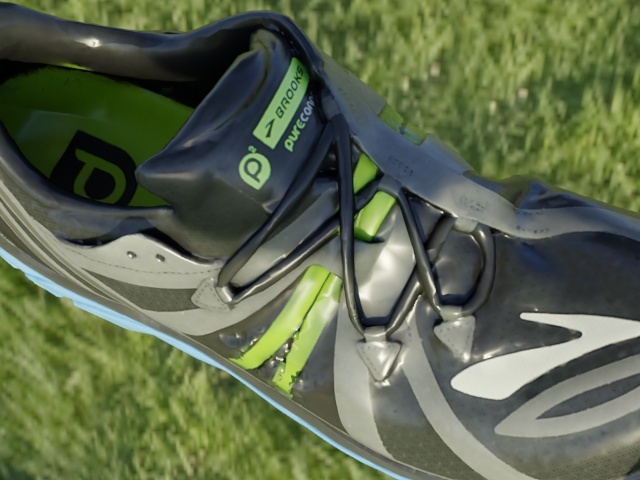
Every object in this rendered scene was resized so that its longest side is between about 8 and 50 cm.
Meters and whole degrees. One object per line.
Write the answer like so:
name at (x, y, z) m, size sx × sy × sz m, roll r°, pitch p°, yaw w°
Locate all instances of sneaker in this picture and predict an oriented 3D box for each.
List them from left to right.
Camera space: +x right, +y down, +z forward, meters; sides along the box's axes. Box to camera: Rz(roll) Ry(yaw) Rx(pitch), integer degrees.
sneaker at (0.000, 0.000, 0.362) m, size 0.188 × 0.078 × 0.067 m, roll 20°, pitch 70°, yaw 17°
